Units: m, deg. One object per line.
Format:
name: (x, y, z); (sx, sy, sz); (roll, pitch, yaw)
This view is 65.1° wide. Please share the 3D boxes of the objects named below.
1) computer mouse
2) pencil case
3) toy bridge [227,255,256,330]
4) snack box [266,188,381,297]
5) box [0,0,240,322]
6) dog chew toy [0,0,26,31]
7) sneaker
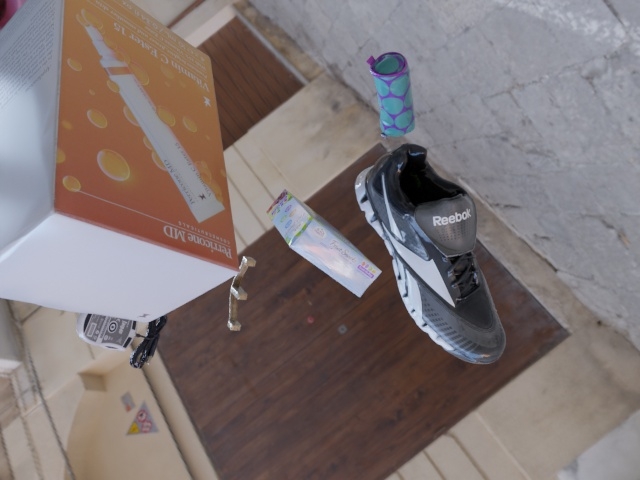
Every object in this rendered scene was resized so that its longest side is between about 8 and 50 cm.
computer mouse: (-0.334, 0.144, 0.828); (0.042, 0.105, 0.193); (8, 159, 25)
pencil case: (0.124, -0.246, 0.861); (0.070, 0.064, 0.151); (29, 161, 27)
toy bridge: (-0.201, 0.128, 1.233); (0.026, 0.188, 0.063); (9, -169, -31)
snack box: (0.000, 0.000, 0.949); (0.175, 0.070, 0.207); (37, -174, -26)
box: (-0.245, -0.105, 0.581); (0.215, 0.168, 0.345); (25, -136, -50)
dog chew toy: (-0.624, -0.403, 0.817); (0.332, 0.206, 0.206); (19, 164, 29)
sneaker: (0.113, 0.006, 0.479); (0.234, 0.078, 0.106); (63, 157, 14)
